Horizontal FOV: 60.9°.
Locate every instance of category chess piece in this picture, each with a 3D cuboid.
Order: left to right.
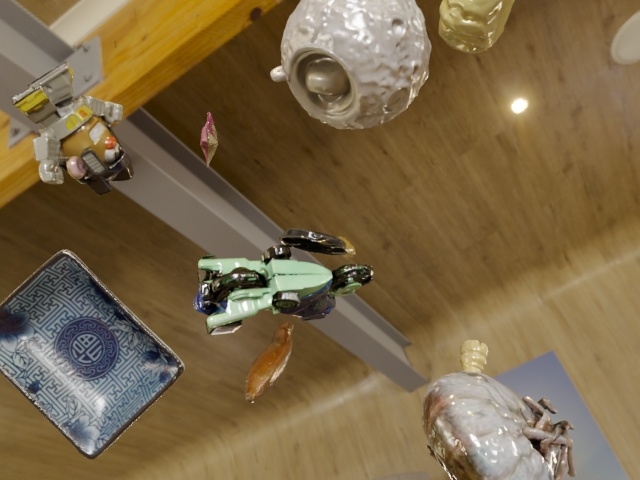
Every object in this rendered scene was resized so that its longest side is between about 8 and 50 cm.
[{"bbox_3d":[0.270,0.242,0.971,0.066,0.122,0.066,12,-38,9],"label":"chess piece"}]

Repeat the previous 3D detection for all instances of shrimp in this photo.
[{"bbox_3d":[0.191,0.205,0.547,0.116,0.145,0.343,-56,-32,2],"label":"shrimp"}]

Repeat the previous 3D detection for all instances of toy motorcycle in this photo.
[{"bbox_3d":[-0.067,0.093,1.007,0.332,0.125,0.196,-2,-25,-29],"label":"toy motorcycle"}]

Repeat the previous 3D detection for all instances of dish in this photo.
[{"bbox_3d":[-0.333,0.156,0.775,0.182,0.243,0.080,-45,0,-5],"label":"dish"}]

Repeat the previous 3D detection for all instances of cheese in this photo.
[{"bbox_3d":[0.302,-0.451,0.990,0.226,0.117,0.213,-30,-38,-56],"label":"cheese"}]

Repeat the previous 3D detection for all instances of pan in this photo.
[{"bbox_3d":[0.000,0.000,1.008,0.136,0.028,0.235,14,-7,-13],"label":"pan"}]

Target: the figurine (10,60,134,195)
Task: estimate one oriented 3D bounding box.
[{"bbox_3d":[-0.557,-0.244,1.252,0.143,0.308,0.308,8,-18,37],"label":"figurine"}]

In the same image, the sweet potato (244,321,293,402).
[{"bbox_3d":[-0.086,0.219,1.006,0.057,0.057,0.264,-36,6,23],"label":"sweet potato"}]

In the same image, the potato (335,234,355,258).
[{"bbox_3d":[0.070,0.020,1.633,0.051,0.083,0.040,-25,-28,-23],"label":"potato"}]

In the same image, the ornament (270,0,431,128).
[{"bbox_3d":[0.084,-0.424,1.225,0.338,0.336,0.337,-13,-35,-9],"label":"ornament"}]

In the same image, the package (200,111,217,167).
[{"bbox_3d":[-0.191,-0.171,0.934,0.029,0.059,0.083,3,-29,-11],"label":"package"}]
